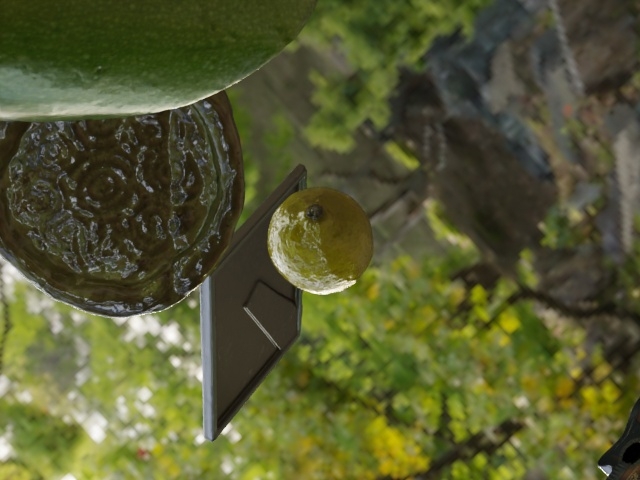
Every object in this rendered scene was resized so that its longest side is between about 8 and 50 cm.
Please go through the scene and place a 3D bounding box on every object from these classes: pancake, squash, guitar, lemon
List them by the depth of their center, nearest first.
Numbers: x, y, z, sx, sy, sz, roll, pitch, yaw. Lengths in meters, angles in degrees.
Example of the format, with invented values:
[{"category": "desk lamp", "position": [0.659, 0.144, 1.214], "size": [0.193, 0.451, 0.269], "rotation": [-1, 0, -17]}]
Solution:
[{"category": "squash", "position": [-0.150, -0.145, 1.102], "size": [0.289, 0.203, 0.111], "rotation": [-5, -105, -42]}, {"category": "guitar", "position": [0.236, 0.207, 1.216], "size": [0.025, 0.233, 0.088], "rotation": [43, 172, -21]}, {"category": "pancake", "position": [-0.186, -0.052, 1.323], "size": [0.250, 0.250, 0.031], "rotation": [46, -172, -18]}, {"category": "lemon", "position": [0.000, 0.000, 1.528], "size": [0.109, 0.109, 0.133], "rotation": [49, 166, 19]}]

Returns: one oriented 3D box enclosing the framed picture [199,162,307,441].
[{"category": "framed picture", "position": [-0.077, 0.076, 1.779], "size": [0.016, 0.213, 0.289], "rotation": [23, 138, 20]}]
